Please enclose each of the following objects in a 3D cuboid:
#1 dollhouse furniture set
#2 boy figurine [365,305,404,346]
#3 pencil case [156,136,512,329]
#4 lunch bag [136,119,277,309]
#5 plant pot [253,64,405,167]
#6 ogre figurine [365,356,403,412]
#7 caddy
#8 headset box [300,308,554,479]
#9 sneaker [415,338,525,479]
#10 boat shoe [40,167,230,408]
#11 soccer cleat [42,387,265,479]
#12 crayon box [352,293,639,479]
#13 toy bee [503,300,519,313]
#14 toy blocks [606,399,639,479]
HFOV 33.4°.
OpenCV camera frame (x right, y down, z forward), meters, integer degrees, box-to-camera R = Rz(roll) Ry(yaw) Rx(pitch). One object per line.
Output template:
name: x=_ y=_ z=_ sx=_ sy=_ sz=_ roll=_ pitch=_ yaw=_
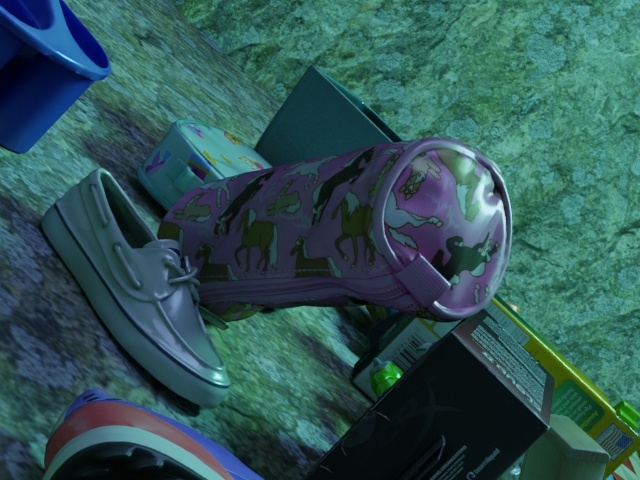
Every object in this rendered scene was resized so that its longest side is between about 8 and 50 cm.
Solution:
dollhouse furniture set: x=0.397 y=0.310 z=1.137 sx=0.355 sy=0.174 sz=0.303 roll=9 pitch=9 yaw=-9
boy figurine: x=0.113 y=0.113 z=1.616 sx=0.285 sy=0.092 sz=0.177 roll=-97 pitch=165 yaw=-77
pencil case: x=0.000 y=0.000 z=1.011 sx=0.160 sy=0.167 sz=0.386 roll=10 pitch=-11 yaw=-38
lunch bag: x=-0.105 y=-0.036 z=1.385 sx=0.279 sy=0.108 sz=0.224 roll=43 pitch=15 yaw=8
plant pot: x=0.021 y=-0.066 z=1.586 sx=0.247 sy=0.252 sz=0.248 roll=47 pitch=10 yaw=17
ogre figurine: x=0.110 y=0.212 z=1.225 sx=0.197 sy=0.097 sz=0.118 roll=30 pitch=23 yaw=-35
caddy: x=-0.360 y=-0.254 z=1.102 sx=0.341 sy=0.179 sz=0.241 roll=48 pitch=10 yaw=29
headset box: x=0.089 y=0.178 z=0.929 sx=0.110 sy=0.218 sz=0.293 roll=45 pitch=9 yaw=9
sneaker: x=0.205 y=0.232 z=1.307 sx=0.105 sy=0.115 sz=0.281 roll=-29 pitch=104 yaw=-41
boat shoe: x=-0.155 y=0.035 z=0.954 sx=0.258 sy=0.084 sz=0.095 roll=47 pitch=10 yaw=21
soccer cleat: x=-0.037 y=0.199 z=0.690 sx=0.318 sy=0.109 sz=0.116 roll=36 pitch=8 yaw=-21
crayon box: x=0.226 y=0.208 z=1.381 sx=0.323 sy=0.203 sz=0.083 roll=43 pitch=9 yaw=-4
toy bee: x=0.204 y=0.155 z=1.754 sx=0.162 sy=0.298 sz=0.195 roll=15 pitch=51 yaw=-5
toy blocks: x=0.448 y=0.404 z=1.603 sx=0.381 sy=0.190 sz=0.261 roll=39 pitch=22 yaw=-27
